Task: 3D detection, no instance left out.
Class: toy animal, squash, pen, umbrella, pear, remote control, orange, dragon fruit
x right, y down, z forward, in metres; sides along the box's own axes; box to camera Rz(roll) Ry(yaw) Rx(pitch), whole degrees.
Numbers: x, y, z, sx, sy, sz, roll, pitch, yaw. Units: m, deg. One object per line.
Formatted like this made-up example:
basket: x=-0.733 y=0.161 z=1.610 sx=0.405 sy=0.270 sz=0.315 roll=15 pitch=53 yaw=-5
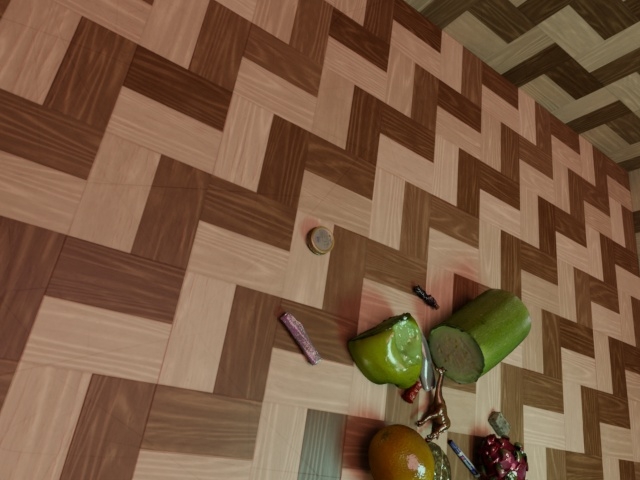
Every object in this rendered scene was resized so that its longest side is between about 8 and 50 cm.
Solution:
toy animal: x=0.448 y=0.632 z=1.763 sx=0.230 sy=0.066 sz=0.224 roll=-35 pitch=98 yaw=-26
squash: x=0.655 y=0.384 z=1.864 sx=0.384 sy=0.263 sz=0.263 roll=-23 pitch=90 yaw=-36
pen: x=0.573 y=0.869 z=1.814 sx=0.204 sy=0.025 sz=0.025 roll=51 pitch=55 yaw=-12
umbrella: x=0.444 y=0.238 z=1.896 sx=0.144 sy=0.037 sz=0.040 roll=41 pitch=79 yaw=-17
pear: x=0.267 y=0.415 z=1.655 sx=0.292 sy=0.159 sz=0.292 roll=9 pitch=75 yaw=-34
remote control: x=0.417 y=0.478 z=1.806 sx=0.073 sy=0.044 sz=0.229 roll=-10 pitch=83 yaw=-38
orange: x=0.271 y=0.743 z=1.528 sx=0.236 sy=0.236 sz=0.236 roll=10 pitch=71 yaw=-32
dragon fruit: x=0.721 y=0.920 z=1.813 sx=0.198 sy=0.218 sz=0.272 roll=11 pitch=69 yaw=16

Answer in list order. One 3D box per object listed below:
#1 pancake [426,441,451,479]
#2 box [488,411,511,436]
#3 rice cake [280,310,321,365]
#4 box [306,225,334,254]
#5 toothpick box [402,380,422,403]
pancake: x=0.395 y=0.875 z=1.680 sx=0.250 sy=0.031 sz=0.250 roll=8 pitch=76 yaw=-33
box: x=0.772 y=0.791 z=1.961 sx=0.098 sy=0.045 sz=0.062 roll=52 pitch=54 yaw=-10
rice cake: x=-0.066 y=0.327 z=1.523 sx=0.047 sy=0.036 sz=0.206 roll=-36 pitch=99 yaw=-31
box: x=0.000 y=0.000 z=1.660 sx=0.106 sy=0.037 sz=0.105 roll=10 pitch=72 yaw=-32
toothpick box: x=0.349 y=0.576 z=1.730 sx=0.047 sy=0.047 sz=0.083 roll=51 pitch=55 yaw=-12
